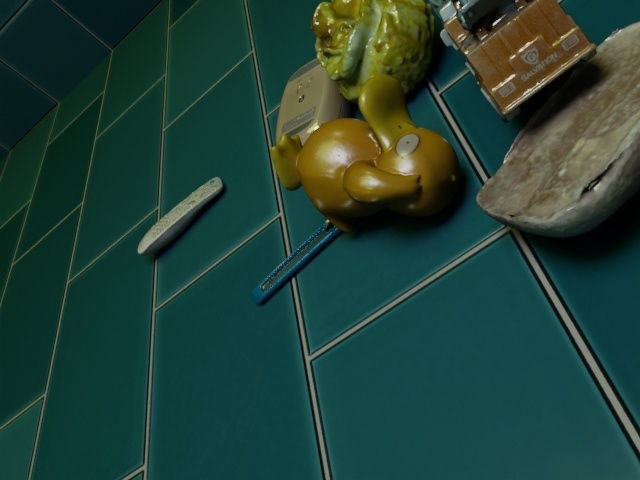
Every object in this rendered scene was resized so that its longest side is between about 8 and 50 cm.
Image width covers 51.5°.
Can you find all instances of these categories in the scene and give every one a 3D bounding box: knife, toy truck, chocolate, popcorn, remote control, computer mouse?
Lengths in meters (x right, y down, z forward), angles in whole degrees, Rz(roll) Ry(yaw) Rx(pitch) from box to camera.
[{"bbox_3d":[-0.001,-0.001,1.038,0.296,0.026,0.044,-43,48,10],"label":"knife"},{"bbox_3d":[0.225,-0.290,0.870,0.133,0.184,0.338,-37,15,18],"label":"toy truck"},{"bbox_3d":[0.319,-0.119,0.731,0.303,0.100,0.185,-48,23,-4],"label":"chocolate"},{"bbox_3d":[0.095,-0.336,1.109,0.204,0.184,0.221,-37,49,39],"label":"popcorn"},{"bbox_3d":[-0.288,-0.044,1.377,0.229,0.044,0.073,-39,27,2],"label":"remote control"},{"bbox_3d":[-0.011,-0.233,1.208,0.145,0.082,0.236,-24,45,31],"label":"computer mouse"}]

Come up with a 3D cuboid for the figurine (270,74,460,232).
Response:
[{"bbox_3d":[0.071,-0.107,0.930,0.228,0.215,0.215,-26,41,42],"label":"figurine"}]
